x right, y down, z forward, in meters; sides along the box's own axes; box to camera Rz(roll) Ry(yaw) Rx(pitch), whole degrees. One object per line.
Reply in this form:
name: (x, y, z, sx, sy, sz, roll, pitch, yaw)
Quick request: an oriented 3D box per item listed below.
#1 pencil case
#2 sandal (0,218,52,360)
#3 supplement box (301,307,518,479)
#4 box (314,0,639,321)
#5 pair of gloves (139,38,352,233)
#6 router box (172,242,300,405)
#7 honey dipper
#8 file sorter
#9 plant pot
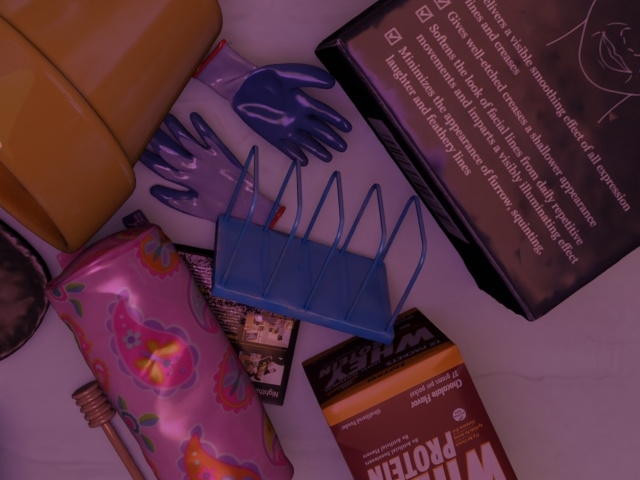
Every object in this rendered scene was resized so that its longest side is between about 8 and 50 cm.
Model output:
pencil case: (-0.135, 0.122, 1.134, 0.124, 0.124, 0.284, -30, 100, -2)
sandal: (-0.436, -0.052, 1.130, 0.446, 0.107, 0.167, 34, 92, -8)
supplement box: (0.087, 0.187, 1.168, 0.129, 0.194, 0.191, -26, 99, -3)
box: (0.241, -0.170, 1.133, 0.395, 0.212, 0.293, -35, 98, 0)
pair of gloves: (-0.070, -0.094, 1.182, 0.159, 0.023, 0.198, 34, 111, -14)
router box: (-0.110, 0.076, 1.210, 0.179, 0.046, 0.133, 11, 96, -7)
honey dipper: (-0.188, 0.210, 1.227, 0.030, 0.030, 0.160, -30, 100, -2)
file sorter: (0.000, 0.000, 1.144, 0.170, 0.118, 0.104, 17, 122, -13)
plant pot: (-0.222, -0.159, 1.084, 0.254, 0.254, 0.239, 44, 75, -9)
